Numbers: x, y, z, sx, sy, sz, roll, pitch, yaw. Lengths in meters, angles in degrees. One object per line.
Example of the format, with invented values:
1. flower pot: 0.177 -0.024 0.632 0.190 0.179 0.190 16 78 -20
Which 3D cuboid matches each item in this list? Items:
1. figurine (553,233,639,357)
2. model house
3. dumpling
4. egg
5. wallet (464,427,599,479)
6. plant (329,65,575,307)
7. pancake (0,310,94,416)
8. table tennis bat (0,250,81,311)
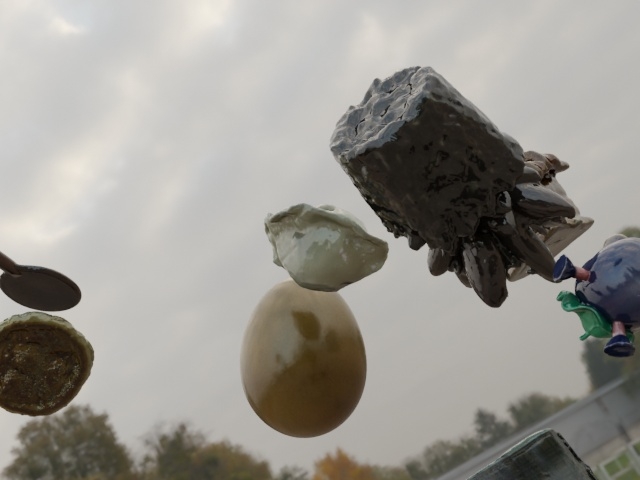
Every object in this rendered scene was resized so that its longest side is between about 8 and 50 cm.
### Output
1. figurine: 0.317 0.021 0.934 0.195 0.111 0.102 -42 -19 -4
2. model house: 0.335 -0.066 1.654 0.199 0.229 0.219 -6 -32 -48
3. dumpling: 0.000 0.000 1.691 0.258 0.193 0.147 -1 46 37
4. egg: -0.035 0.226 1.892 0.250 0.322 0.250 -4 -19 -2
5. wallet: 0.269 0.346 0.949 0.169 0.317 0.044 -28 -29 -20
6. plant: 0.161 -0.056 1.162 0.181 0.320 0.194 -47 27 -6
7. pancake: -0.383 0.167 1.289 0.158 0.158 0.028 -31 23 1
8. table tennis bat: -0.395 0.092 1.253 0.108 0.119 0.170 -15 -39 24
